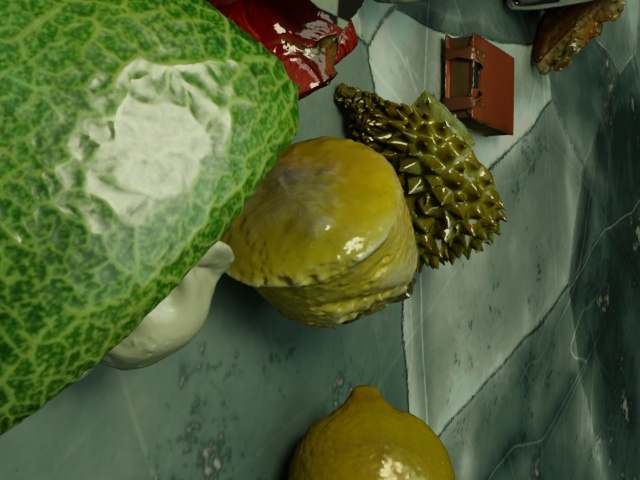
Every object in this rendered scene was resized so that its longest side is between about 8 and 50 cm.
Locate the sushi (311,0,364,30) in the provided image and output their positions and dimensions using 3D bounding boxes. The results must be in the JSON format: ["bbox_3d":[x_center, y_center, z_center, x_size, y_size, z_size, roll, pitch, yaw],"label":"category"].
[{"bbox_3d":[-0.035,-0.369,0.937,0.292,0.059,0.294,42,53,-11],"label":"sushi"}]

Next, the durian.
[{"bbox_3d":[0.126,-0.074,1.197,0.306,0.172,0.166,51,24,-34],"label":"durian"}]

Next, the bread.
[{"bbox_3d":[-0.002,-0.004,0.964,0.170,0.197,0.197,61,42,-48],"label":"bread"}]

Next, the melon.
[{"bbox_3d":[-0.226,-0.018,0.592,0.331,0.226,0.343,28,60,-9],"label":"melon"}]

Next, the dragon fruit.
[{"bbox_3d":[-0.059,-0.197,0.929,0.161,0.120,0.127,-56,129,-35],"label":"dragon fruit"}]

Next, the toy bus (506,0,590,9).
[{"bbox_3d":[0.371,-0.612,1.524,0.249,0.209,0.440,-48,127,-48],"label":"toy bus"}]

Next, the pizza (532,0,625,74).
[{"bbox_3d":[0.452,-0.383,1.665,0.069,0.226,0.147,28,39,-21],"label":"pizza"}]

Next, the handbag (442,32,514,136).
[{"bbox_3d":[0.239,-0.230,1.454,0.190,0.063,0.127,3,88,-61],"label":"handbag"}]

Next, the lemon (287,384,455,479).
[{"bbox_3d":[0.055,0.278,1.044,0.187,0.187,0.244,-4,85,-58],"label":"lemon"}]

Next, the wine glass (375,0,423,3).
[{"bbox_3d":[0.123,-0.495,1.114,0.267,0.267,0.406,-40,128,-50],"label":"wine glass"}]

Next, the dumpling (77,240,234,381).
[{"bbox_3d":[-0.156,0.046,0.741,0.134,0.169,0.100,19,61,-61],"label":"dumpling"}]
